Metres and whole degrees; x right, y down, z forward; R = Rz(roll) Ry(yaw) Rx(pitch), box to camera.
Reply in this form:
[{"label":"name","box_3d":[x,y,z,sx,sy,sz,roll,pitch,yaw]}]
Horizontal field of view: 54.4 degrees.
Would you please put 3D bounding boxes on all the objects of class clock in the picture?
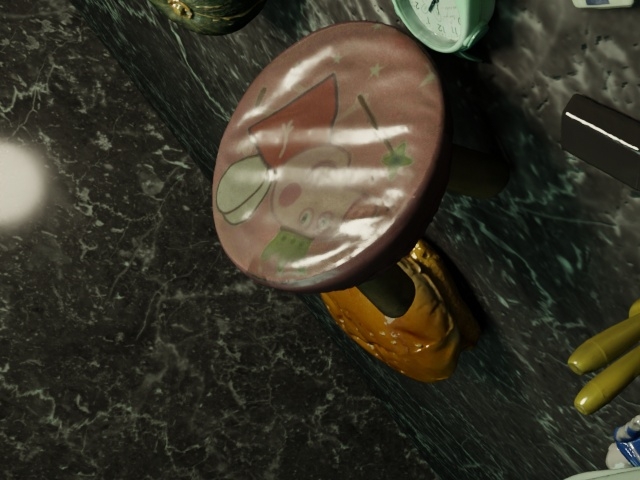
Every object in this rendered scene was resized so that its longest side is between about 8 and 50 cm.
[{"label":"clock","box_3d":[0.101,-0.202,0.518,0.101,0.041,0.135,41,166,36]}]

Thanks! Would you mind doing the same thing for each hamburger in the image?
[{"label":"hamburger","box_3d":[0.116,0.090,1.028,0.289,0.170,0.314,16,143,58]}]

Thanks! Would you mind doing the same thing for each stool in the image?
[{"label":"stool","box_3d":[0.309,0.127,0.579,0.134,0.110,0.135,51,167,1]},{"label":"stool","box_3d":[0.037,-0.063,0.642,0.272,0.272,0.178,40,-170,39]}]

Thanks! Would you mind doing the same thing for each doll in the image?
[{"label":"doll","box_3d":[0.403,0.250,0.741,0.114,0.057,0.227,42,158,8]}]

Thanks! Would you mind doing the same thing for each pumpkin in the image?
[{"label":"pumpkin","box_3d":[-0.143,-0.335,0.745,0.190,0.146,0.190,18,153,10]}]

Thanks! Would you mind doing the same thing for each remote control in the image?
[{"label":"remote control","box_3d":[0.275,-0.031,0.442,0.245,0.025,0.063,42,169,37]}]

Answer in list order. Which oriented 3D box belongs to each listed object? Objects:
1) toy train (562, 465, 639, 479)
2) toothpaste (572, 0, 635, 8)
[{"label":"toy train","box_3d":[0.297,0.236,0.527,0.086,0.088,0.407,33,141,-24]},{"label":"toothpaste","box_3d":[0.133,-0.222,0.361,0.197,0.034,0.057,53,176,-25]}]
